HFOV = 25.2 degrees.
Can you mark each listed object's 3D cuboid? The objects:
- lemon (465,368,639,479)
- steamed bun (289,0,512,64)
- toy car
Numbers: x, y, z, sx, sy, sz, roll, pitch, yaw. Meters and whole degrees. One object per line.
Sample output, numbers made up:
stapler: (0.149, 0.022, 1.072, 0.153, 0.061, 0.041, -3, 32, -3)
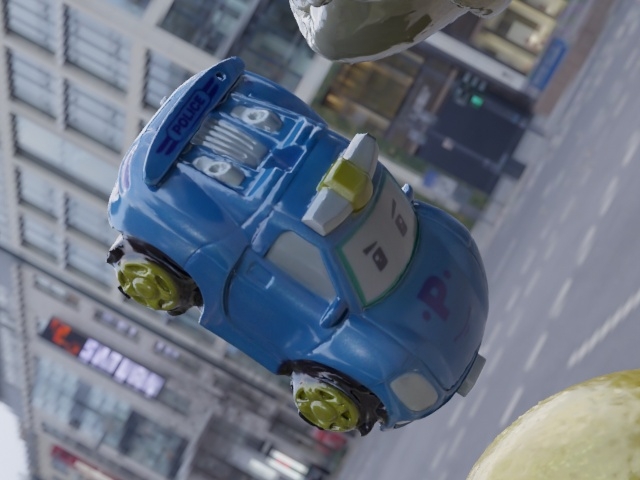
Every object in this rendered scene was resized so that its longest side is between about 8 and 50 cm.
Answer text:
lemon: (0.307, 0.332, 1.595, 0.364, 0.364, 0.364, -61, -3, -5)
steamed bun: (0.085, -0.280, 0.896, 0.310, 0.220, 0.324, 115, 156, -86)
toy car: (0.000, 0.000, 1.055, 0.198, 0.314, 0.166, -56, 2, -37)
